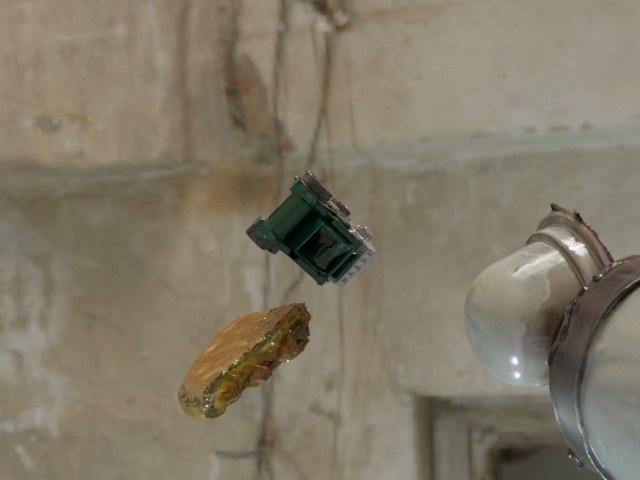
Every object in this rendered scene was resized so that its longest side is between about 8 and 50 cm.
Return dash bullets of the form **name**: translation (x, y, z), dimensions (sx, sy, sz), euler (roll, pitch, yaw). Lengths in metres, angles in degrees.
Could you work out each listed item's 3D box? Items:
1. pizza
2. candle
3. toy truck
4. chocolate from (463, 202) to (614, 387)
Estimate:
- **pizza**: translation (-0.086, 0.144, 1.682), dimensions (0.058, 0.197, 0.292), euler (55, -169, -10)
- **candle**: translation (0.344, 0.141, 1.101), dimensions (0.342, 0.221, 0.221), euler (-148, 45, -67)
- **toy truck**: translation (0.000, 0.000, 1.718), dimensions (0.116, 0.110, 0.216), euler (47, -175, 19)
- **chocolate**: translation (0.224, 0.083, 1.415), dimensions (0.221, 0.147, 0.221), euler (160, 90, -83)
